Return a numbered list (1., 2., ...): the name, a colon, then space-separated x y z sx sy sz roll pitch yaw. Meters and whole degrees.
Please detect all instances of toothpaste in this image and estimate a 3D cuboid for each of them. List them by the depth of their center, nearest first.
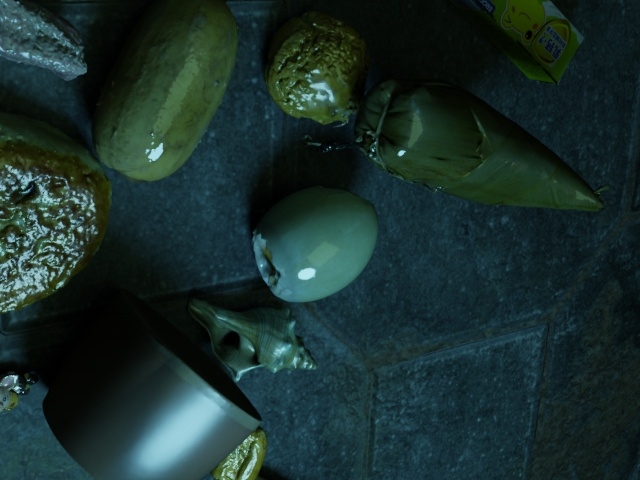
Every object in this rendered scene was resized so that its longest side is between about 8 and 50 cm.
1. toothpaste: 0.353 -0.417 1.789 0.327 0.077 0.110 32 85 -38

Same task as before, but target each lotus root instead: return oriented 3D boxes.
1. lotus root: -0.214 -0.246 1.394 0.151 0.169 0.342 21 95 -45

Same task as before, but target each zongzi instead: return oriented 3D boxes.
1. zongzi: 0.233 -0.139 1.533 0.447 0.418 0.181 -6 119 -68

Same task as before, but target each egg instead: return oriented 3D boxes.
1. egg: 0.000 0.000 1.627 0.217 0.183 0.183 -21 118 -18

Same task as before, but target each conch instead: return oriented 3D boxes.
1. conch: -0.116 0.175 1.671 0.234 0.114 0.137 10 91 -1

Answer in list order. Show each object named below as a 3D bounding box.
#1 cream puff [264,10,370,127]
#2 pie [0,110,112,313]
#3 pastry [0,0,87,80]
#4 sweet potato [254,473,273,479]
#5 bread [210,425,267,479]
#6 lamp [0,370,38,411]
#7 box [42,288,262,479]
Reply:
1. cream puff: 0.002 -0.270 1.566 0.189 0.129 0.189 -11 112 -28
2. pie: -0.446 -0.033 1.366 0.315 0.092 0.315 -14 116 -31
3. pastry: -0.433 -0.284 1.276 0.265 0.103 0.112 5 97 -38
4. sweet potato: -0.073 0.503 1.825 0.341 0.092 0.114 29 64 -38
5. bread: -0.155 0.326 1.626 0.083 0.211 0.114 19 96 -26
6. lamp: -0.516 0.205 1.390 0.253 0.118 0.118 25 92 -37
7. box: -0.267 0.245 1.477 0.216 0.301 0.301 -46 127 -2
